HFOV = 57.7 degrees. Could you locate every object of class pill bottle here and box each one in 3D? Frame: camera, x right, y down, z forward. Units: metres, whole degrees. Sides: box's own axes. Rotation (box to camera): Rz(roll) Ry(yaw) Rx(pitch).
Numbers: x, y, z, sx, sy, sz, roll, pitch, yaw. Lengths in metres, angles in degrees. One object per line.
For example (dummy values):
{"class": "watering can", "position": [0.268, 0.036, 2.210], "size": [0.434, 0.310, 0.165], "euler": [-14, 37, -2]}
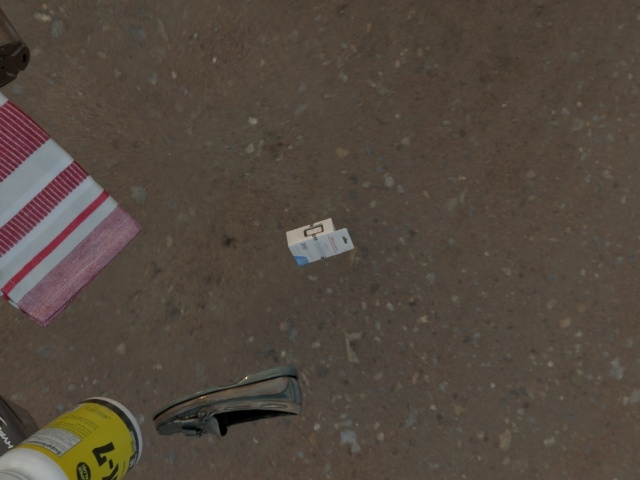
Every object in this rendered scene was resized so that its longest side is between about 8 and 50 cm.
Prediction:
{"class": "pill bottle", "position": [-0.323, 0.288, 0.711], "size": [0.119, 0.208, 0.119], "euler": [3, 101, 15]}

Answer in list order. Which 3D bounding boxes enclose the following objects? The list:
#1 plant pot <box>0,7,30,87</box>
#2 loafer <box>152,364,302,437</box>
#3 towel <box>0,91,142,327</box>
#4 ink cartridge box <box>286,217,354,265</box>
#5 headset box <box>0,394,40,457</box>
{"class": "plant pot", "position": [-0.601, -0.357, 0.992], "size": [0.167, 0.167, 0.165], "euler": [-40, 90, -6]}
{"class": "loafer", "position": [-0.158, 0.288, 0.976], "size": [0.268, 0.096, 0.084], "euler": [-21, 60, 7]}
{"class": "towel", "position": [-0.475, -0.048, 0.918], "size": [0.237, 0.037, 0.329], "euler": [-51, 122, -20]}
{"class": "ink cartridge box", "position": [0.000, 0.000, 0.810], "size": [0.083, 0.028, 0.048], "euler": [-17, 138, 7]}
{"class": "headset box", "position": [-0.539, 0.357, 0.807], "size": [0.293, 0.218, 0.110], "euler": [-35, 79, -24]}
